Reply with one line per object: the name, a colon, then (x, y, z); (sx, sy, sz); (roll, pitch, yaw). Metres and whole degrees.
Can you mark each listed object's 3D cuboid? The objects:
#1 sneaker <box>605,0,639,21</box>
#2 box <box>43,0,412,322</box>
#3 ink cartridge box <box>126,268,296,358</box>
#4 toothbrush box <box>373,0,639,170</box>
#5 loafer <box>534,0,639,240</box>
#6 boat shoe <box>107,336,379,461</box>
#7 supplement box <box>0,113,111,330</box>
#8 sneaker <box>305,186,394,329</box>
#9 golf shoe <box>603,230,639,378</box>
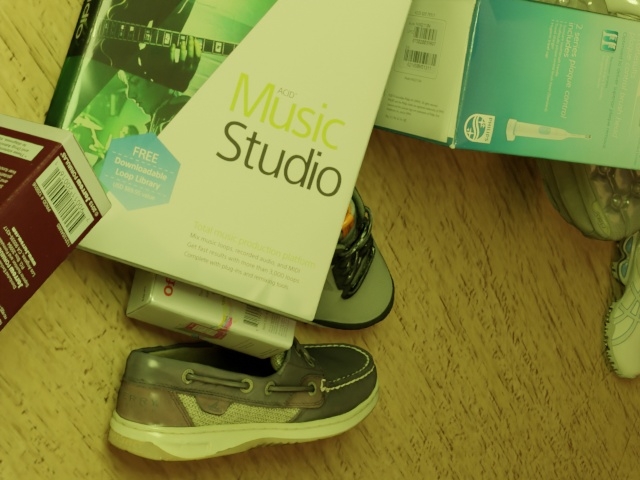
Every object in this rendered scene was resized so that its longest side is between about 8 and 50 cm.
sneaker: (0.369, -0.232, 1.929); (0.350, 0.131, 0.148); (27, 73, -58)
box: (-0.066, -0.125, 1.359); (0.232, 0.058, 0.322); (19, 84, -24)
ink cartridge box: (-0.079, 0.029, 1.426); (0.122, 0.052, 0.088); (20, 68, -24)
toothbrush box: (0.172, -0.137, 1.550); (0.296, 0.216, 0.126); (6, 98, -33)
loafer: (0.227, -0.148, 1.781); (0.112, 0.111, 0.319); (-25, 106, -27)
boat shoe: (-0.051, 0.111, 1.508); (0.285, 0.103, 0.092); (-8, 113, -45)
supplement box: (-0.259, 0.022, 1.180); (0.239, 0.130, 0.073); (-51, 137, -28)
sneaker: (0.000, 0.000, 1.530); (0.100, 0.108, 0.271); (-63, 143, -18)
golf shoe: (0.365, 0.077, 2.050); (0.069, 0.086, 0.176); (-22, 120, -49)
